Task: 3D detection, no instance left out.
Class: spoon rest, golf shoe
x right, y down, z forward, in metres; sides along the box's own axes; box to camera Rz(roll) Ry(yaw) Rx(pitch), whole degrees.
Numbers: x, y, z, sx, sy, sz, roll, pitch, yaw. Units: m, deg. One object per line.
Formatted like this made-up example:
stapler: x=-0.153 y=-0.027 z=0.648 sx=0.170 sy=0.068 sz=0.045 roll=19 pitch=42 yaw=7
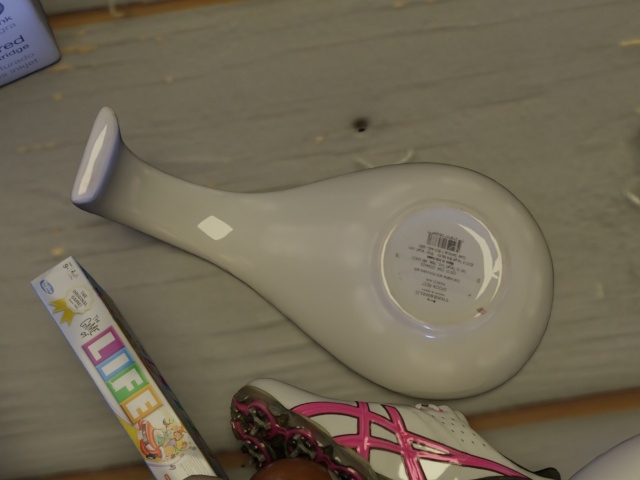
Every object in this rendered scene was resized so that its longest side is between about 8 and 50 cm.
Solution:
spoon rest: x=0.000 y=0.000 z=0.750 sx=0.276 sy=0.084 sz=0.137 roll=19 pitch=77 yaw=-6
golf shoe: x=0.040 y=0.121 z=0.720 sx=0.186 sy=0.067 sz=0.086 roll=27 pitch=46 yaw=14

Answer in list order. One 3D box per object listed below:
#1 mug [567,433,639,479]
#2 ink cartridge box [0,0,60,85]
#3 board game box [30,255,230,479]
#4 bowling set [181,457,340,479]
mug: x=0.219 y=0.233 z=0.546 sx=0.374 sy=0.276 sz=0.328 roll=43 pitch=85 yaw=-12
ink cartridge box: x=-0.281 y=-0.157 z=0.685 sx=0.211 sy=0.289 sz=0.121 roll=-24 pitch=75 yaw=-4
board game box: x=-0.092 y=0.088 z=0.706 sx=0.026 sy=0.103 sz=0.154 roll=-34 pitch=76 yaw=-7
bowling set: x=0.001 y=0.172 z=0.542 sx=0.154 sy=0.287 sz=0.200 roll=20 pitch=47 yaw=18
